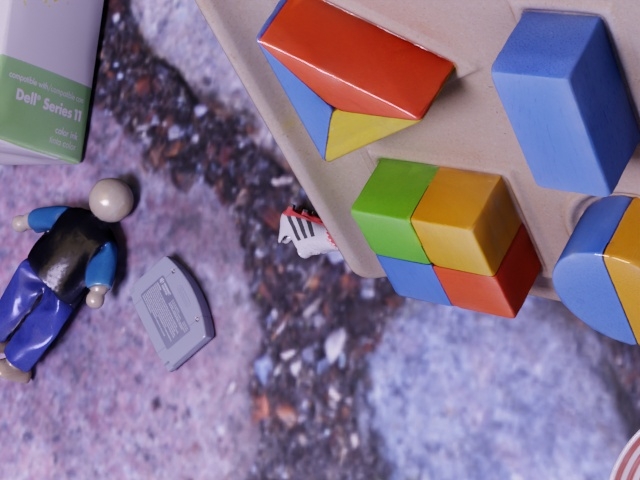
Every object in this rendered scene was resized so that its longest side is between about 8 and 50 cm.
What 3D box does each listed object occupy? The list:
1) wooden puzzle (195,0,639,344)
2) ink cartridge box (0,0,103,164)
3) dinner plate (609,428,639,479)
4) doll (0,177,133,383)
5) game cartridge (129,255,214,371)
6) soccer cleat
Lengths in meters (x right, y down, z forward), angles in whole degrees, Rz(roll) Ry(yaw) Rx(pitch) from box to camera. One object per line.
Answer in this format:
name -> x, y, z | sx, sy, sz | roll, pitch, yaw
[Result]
wooden puzzle -> 0.114, -0.045, 0.893 | 0.347, 0.322, 0.080 | 6, 54, 33
ink cartridge box -> -0.295, -0.249, 1.329 | 0.207, 0.119, 0.353 | 2, 81, 35
dinner plate -> 0.245, 0.171, 0.934 | 0.141, 0.017, 0.141 | -9, 73, 32
doll -> -0.222, 0.023, 1.262 | 0.189, 0.046, 0.129 | -52, 58, 13
game cartridge -> -0.118, 0.056, 1.204 | 0.056, 0.017, 0.083 | -42, 60, 23
soccer cleat -> 0.000, 0.000, 1.132 | 0.083, 0.029, 0.036 | 26, 103, 38
